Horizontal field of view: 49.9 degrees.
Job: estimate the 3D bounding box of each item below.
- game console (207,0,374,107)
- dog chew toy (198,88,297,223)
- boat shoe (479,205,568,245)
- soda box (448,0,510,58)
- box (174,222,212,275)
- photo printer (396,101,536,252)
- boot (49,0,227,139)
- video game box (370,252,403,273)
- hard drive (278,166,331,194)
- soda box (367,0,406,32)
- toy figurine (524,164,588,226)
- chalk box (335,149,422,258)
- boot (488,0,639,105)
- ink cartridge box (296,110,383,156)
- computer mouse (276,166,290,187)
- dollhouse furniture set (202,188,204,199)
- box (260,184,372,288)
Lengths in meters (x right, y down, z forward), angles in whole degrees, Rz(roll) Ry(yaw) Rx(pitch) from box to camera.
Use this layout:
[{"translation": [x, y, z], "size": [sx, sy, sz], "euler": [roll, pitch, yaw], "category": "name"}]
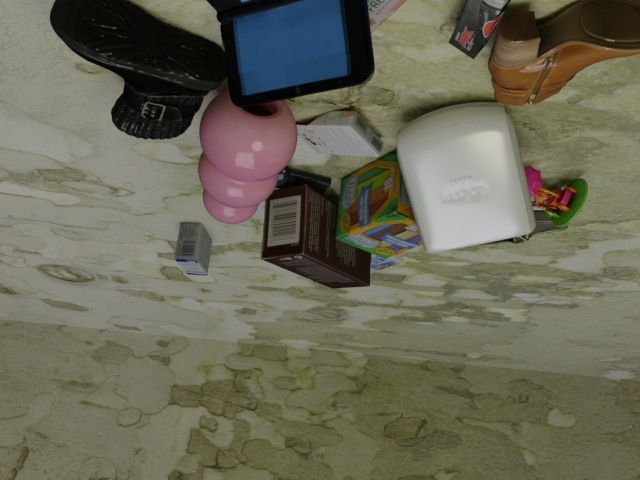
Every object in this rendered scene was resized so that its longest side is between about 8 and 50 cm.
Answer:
[{"translation": [-0.082, -0.371, 1.112], "size": [0.293, 0.174, 0.250], "euler": [-5, 155, 29], "category": "game console"}, {"translation": [-0.174, -0.168, 1.498], "size": [0.206, 0.207, 0.332], "euler": [11, 135, -13], "category": "dog chew toy"}, {"translation": [0.521, -0.033, 1.869], "size": [0.304, 0.091, 0.109], "euler": [-2, 155, 17], "category": "boat shoe"}, {"translation": [0.273, -0.384, 1.148], "size": [0.060, 0.053, 0.169], "euler": [36, 158, 8], "category": "soda box"}, {"translation": [-0.398, 0.029, 2.164], "size": [0.072, 0.126, 0.137], "euler": [0, 156, 8], "category": "box"}, {"translation": [0.310, -0.140, 1.489], "size": [0.255, 0.107, 0.308], "euler": [-11, 113, 18], "category": "photo printer"}, {"translation": [-0.378, -0.324, 1.354], "size": [0.347, 0.131, 0.260], "euler": [19, 153, -29], "category": "boot"}, {"translation": [0.126, 0.045, 2.190], "size": [0.205, 0.048, 0.187], "euler": [21, 154, -33], "category": "video game box"}, {"translation": [-0.049, -0.151, 1.809], "size": [0.135, 0.022, 0.094], "euler": [13, 155, -17], "category": "hard drive"}, {"translation": [0.107, -0.416, 1.130], "size": [0.062, 0.058, 0.183], "euler": [19, 152, -27], "category": "soda box"}, {"translation": [0.534, -0.123, 1.682], "size": [0.159, 0.130, 0.173], "euler": [24, 178, -9], "category": "toy figurine"}, {"translation": [0.158, -0.076, 1.741], "size": [0.179, 0.180, 0.289], "euler": [22, 150, -33], "category": "chalk box"}, {"translation": [0.445, -0.316, 1.230], "size": [0.283, 0.109, 0.220], "euler": [-6, 159, 9], "category": "boot"}, {"translation": [0.036, -0.245, 1.581], "size": [0.179, 0.045, 0.145], "euler": [11, 164, 36], "category": "ink cartridge box"}, {"translation": [-0.157, -0.148, 1.788], "size": [0.071, 0.041, 0.242], "euler": [36, 150, -21], "category": "computer mouse"}, {"translation": [-0.237, -0.152, 1.700], "size": [0.123, 0.144, 0.151], "euler": [6, -167, -1], "category": "dollhouse furniture set"}, {"translation": [0.000, 0.000, 1.881], "size": [0.143, 0.191, 0.381], "euler": [-8, 160, 31], "category": "box"}]
